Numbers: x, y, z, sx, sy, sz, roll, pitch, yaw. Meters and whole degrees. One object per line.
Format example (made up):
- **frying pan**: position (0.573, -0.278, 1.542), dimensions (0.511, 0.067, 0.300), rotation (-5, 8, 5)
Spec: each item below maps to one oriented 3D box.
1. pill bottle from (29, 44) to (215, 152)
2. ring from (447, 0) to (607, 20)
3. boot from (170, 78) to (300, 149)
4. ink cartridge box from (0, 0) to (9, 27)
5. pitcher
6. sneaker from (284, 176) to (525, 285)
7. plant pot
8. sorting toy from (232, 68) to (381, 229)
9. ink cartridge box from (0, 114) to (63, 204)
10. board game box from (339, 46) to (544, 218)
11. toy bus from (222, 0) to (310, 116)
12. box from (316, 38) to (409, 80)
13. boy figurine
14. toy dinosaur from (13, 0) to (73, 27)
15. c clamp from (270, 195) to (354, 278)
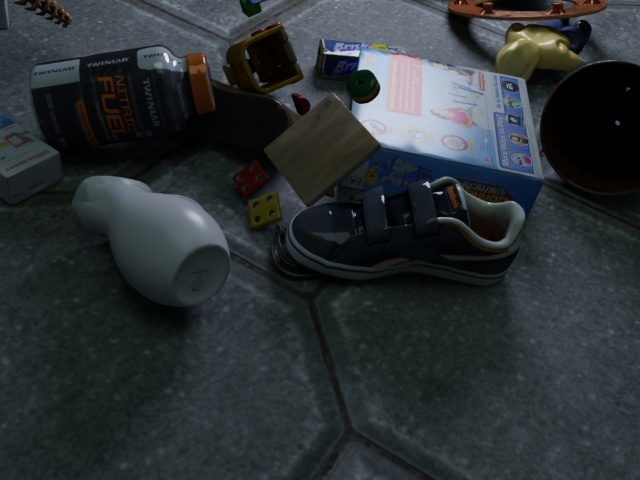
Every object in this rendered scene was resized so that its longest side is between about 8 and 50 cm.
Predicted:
- **pill bottle**: position (-0.279, -0.211, 1.068), dimensions (0.245, 0.130, 0.130), rotation (-11, 45, -3)
- **ring**: position (0.446, -0.523, 1.602), dimensions (0.336, 0.032, 0.336), rotation (-3, 26, 2)
- **boot**: position (-0.172, -0.212, 1.180), dimensions (0.305, 0.112, 0.115), rotation (21, 13, 15)
- **ink cartridge box**: position (-0.622, -0.478, 1.280), dimensions (0.128, 0.176, 0.127), rotation (-7, 45, -19)
- **pitcher**: position (-0.187, -0.008, 0.928), dimensions (0.178, 0.125, 0.207), rotation (-10, 33, -44)
- **sneaker**: position (0.118, -0.023, 0.985), dimensions (0.321, 0.127, 0.126), rotation (4, 47, -13)
- **plant pot**: position (0.512, -0.208, 1.253), dimensions (0.215, 0.215, 0.230), rotation (31, 31, 19)
- **sorting toy**: position (0.000, -0.118, 1.056), dimensions (0.274, 0.046, 0.132), rotation (-39, 54, 3)
- **ink cartridge box**: position (-0.434, -0.114, 1.023), dimensions (0.122, 0.052, 0.088), rotation (32, 46, 19)
- **board game box**: position (0.195, -0.186, 1.221), dimensions (0.302, 0.086, 0.308), rotation (11, 42, -1)
- **toy bus**: position (-0.107, -0.294, 1.225), dimensions (0.104, 0.202, 0.191), rotation (-27, 61, -13)
- **box**: position (0.079, -0.334, 1.378), dimensions (0.169, 0.054, 0.059), rotation (2, 43, -10)
- **boy figurine**: position (0.451, -0.386, 1.494), dimensions (0.177, 0.092, 0.285), rotation (34, 47, 22)
- **toy dinosaur**: position (-0.568, -0.388, 1.146), dimensions (0.322, 0.218, 0.164), rotation (25, 34, -9)
- **c clamp**: position (0.000, 0.000, 1.027), dimensions (0.160, 0.022, 0.137), rotation (-9, 51, -24)
